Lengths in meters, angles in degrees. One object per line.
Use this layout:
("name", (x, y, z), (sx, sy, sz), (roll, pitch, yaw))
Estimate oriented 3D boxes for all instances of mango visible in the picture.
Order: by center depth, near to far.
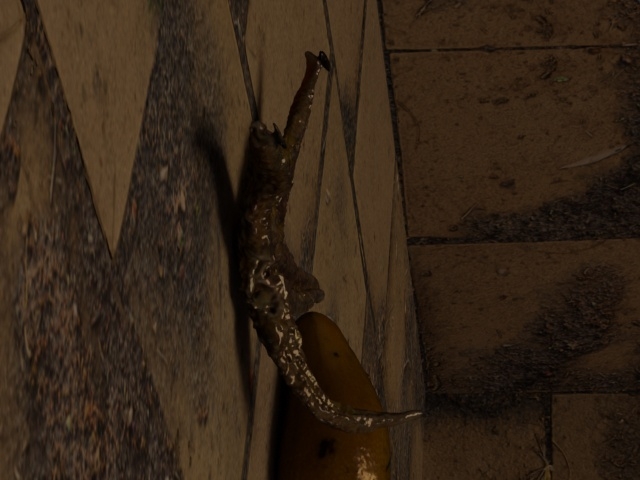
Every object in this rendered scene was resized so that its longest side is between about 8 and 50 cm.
("mango", (0.018, 0.224, 2.024), (0.177, 0.120, 0.295), (73, 17, -63))

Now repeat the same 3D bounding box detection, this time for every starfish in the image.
("starfish", (-0.011, 0.005, 1.821), (0.384, 0.132, 0.398), (-75, 150, -63))
